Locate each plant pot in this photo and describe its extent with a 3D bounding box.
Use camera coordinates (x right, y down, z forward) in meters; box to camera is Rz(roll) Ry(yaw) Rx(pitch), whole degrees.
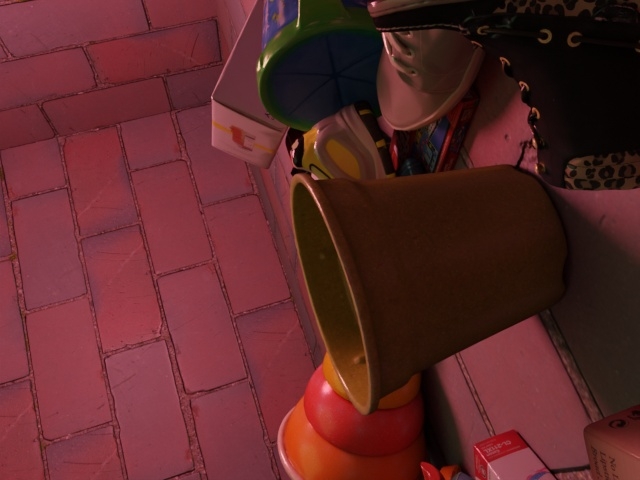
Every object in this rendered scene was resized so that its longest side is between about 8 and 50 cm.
[{"bbox_3d":[0.125,0.028,0.689,0.276,0.254,0.276,165,90,-80],"label":"plant pot"}]

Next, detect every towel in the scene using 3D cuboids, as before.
[{"bbox_3d":[0.150,-0.063,0.892,0.067,0.029,0.119,131,122,-79],"label":"towel"}]

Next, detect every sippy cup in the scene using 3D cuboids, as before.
[{"bbox_3d":[0.008,-0.325,0.923,0.305,0.240,0.224,-48,45,51],"label":"sippy cup"}]

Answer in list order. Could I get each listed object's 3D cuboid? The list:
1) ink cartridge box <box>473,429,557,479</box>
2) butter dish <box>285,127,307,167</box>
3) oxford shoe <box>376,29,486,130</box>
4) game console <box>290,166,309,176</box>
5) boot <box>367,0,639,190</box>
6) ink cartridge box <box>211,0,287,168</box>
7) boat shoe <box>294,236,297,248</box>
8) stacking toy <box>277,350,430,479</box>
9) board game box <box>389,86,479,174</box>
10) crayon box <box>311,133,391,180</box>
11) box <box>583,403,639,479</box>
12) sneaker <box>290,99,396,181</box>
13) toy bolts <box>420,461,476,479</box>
[{"bbox_3d":[0.290,0.377,0.833,0.175,0.072,0.127,-126,23,-62],"label":"ink cartridge box"},{"bbox_3d":[0.007,-0.235,1.313,0.160,0.118,0.160,-56,26,22],"label":"butter dish"},{"bbox_3d":[0.114,-0.253,0.622,0.449,0.130,0.169,122,131,-72],"label":"oxford shoe"},{"bbox_3d":[-0.043,-0.197,1.881,0.107,0.071,0.122,-67,28,22],"label":"game console"},{"bbox_3d":[0.159,-0.127,0.468,0.085,0.236,0.178,-55,-40,-46],"label":"boot"},{"bbox_3d":[-0.118,-0.343,1.315,0.385,0.160,0.279,160,133,-79],"label":"ink cartridge box"},{"bbox_3d":[0.004,0.000,1.651,0.113,0.127,0.340,-83,-12,-48],"label":"boat shoe"},{"bbox_3d":[0.110,0.296,1.272,0.350,0.351,0.479,-123,39,-57],"label":"stacking toy"},{"bbox_3d":[0.155,-0.159,0.876,0.281,0.027,0.145,94,159,-60],"label":"board game box"},{"bbox_3d":[0.053,-0.075,1.190,0.203,0.083,0.323,-129,36,-51],"label":"crayon box"},{"bbox_3d":[0.301,0.200,0.373,0.232,0.127,0.148,-179,74,-79],"label":"box"},{"bbox_3d":[0.067,-0.055,1.008,0.145,0.147,0.384,-99,-11,-51],"label":"sneaker"},{"bbox_3d":[0.272,0.482,1.062,0.218,0.158,0.228,-58,-43,-45],"label":"toy bolts"}]
